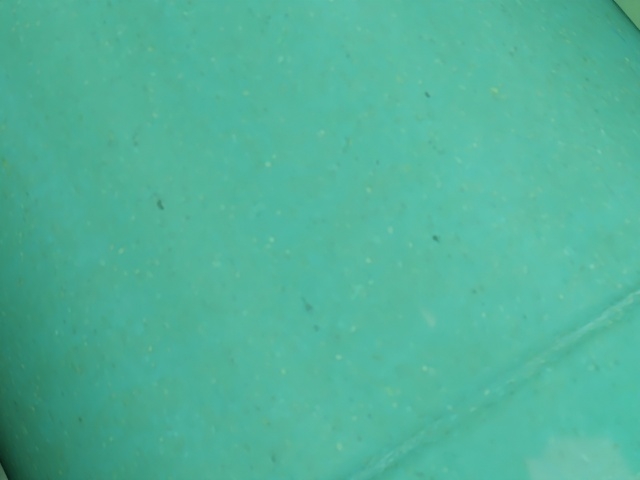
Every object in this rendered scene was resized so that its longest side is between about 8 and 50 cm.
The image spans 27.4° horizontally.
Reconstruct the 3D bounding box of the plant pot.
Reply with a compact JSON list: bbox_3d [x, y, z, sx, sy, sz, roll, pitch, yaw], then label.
[{"bbox_3d":[0.000,0.000,0.496,0.341,0.341,0.334,-29,80,-20],"label":"plant pot"}]

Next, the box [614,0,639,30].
[{"bbox_3d":[0.244,-0.051,0.575,0.121,0.148,0.311,-54,134,-18],"label":"box"}]
